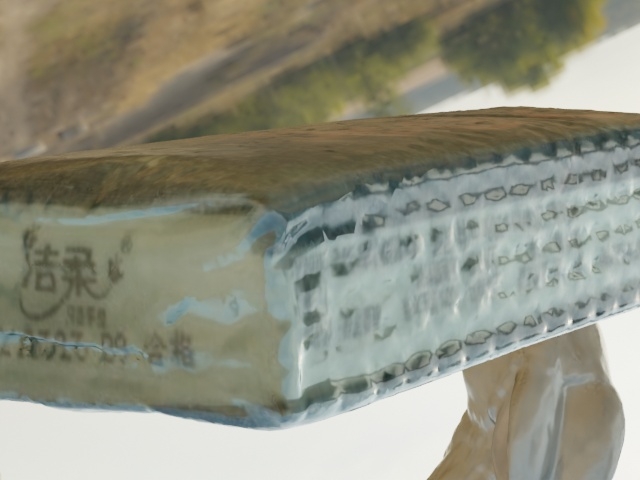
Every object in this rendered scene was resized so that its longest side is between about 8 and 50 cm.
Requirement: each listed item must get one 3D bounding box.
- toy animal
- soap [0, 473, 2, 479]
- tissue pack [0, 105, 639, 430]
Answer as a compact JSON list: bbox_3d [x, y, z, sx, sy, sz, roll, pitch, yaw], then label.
[{"bbox_3d":[0.160,0.216,1.451,0.194,0.357,0.258,11,-161,3],"label":"toy animal"},{"bbox_3d":[-0.368,0.107,1.296,0.143,0.281,0.259,-10,164,-37],"label":"soap"},{"bbox_3d":[0.000,0.000,0.749,0.228,0.103,0.315,-1,-173,41],"label":"tissue pack"}]
